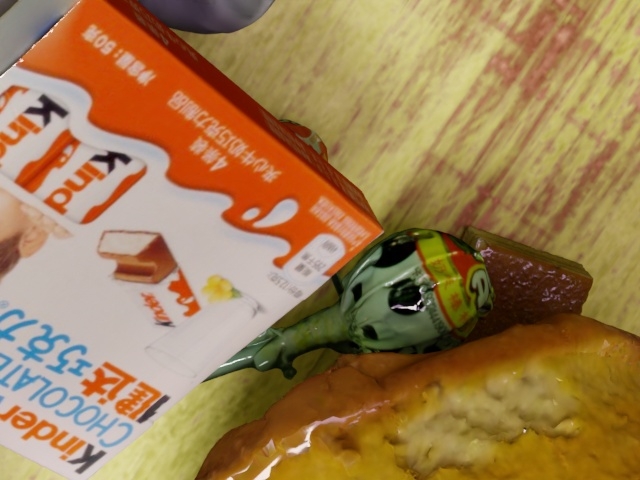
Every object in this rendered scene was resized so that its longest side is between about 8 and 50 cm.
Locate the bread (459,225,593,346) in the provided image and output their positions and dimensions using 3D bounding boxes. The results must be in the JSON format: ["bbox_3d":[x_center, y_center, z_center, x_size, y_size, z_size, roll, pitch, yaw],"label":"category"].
[{"bbox_3d":[0.129,0.048,1.129,0.094,0.035,0.090,19,102,-17],"label":"bread"}]

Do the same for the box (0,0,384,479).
[{"bbox_3d":[-0.140,0.004,0.949,0.265,0.048,0.273,-40,135,13],"label":"box"}]

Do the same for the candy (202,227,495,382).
[{"bbox_3d":[-0.036,0.071,1.066,0.305,0.091,0.083,-20,97,8],"label":"candy"}]

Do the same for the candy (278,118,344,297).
[{"bbox_3d":[0.000,0.000,1.089,0.055,0.049,0.185,-8,121,27],"label":"candy"}]

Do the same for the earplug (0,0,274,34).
[{"bbox_3d":[-0.151,-0.173,0.944,0.325,0.175,0.214,-27,125,5],"label":"earplug"}]

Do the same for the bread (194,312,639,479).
[{"bbox_3d":[0.085,0.229,1.042,0.398,0.215,0.398,-14,137,-14],"label":"bread"}]
